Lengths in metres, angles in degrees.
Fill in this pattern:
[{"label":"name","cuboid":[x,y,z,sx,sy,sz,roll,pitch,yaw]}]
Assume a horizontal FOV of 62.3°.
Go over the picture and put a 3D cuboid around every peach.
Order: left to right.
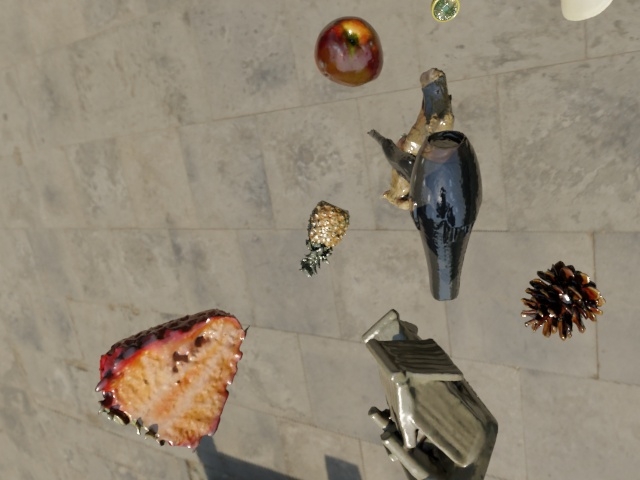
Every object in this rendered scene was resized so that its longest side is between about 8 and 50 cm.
[{"label":"peach","cuboid":[0.096,-0.600,1.705,0.243,0.243,0.200,26,82,27]}]

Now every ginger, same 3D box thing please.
[{"label":"ginger","cuboid":[0.206,-0.204,1.093,0.084,0.122,0.290,14,107,-15]}]

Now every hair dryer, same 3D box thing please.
[{"label":"hair dryer","cuboid":[0.165,-0.095,0.943,0.359,0.120,0.304,-119,13,-50]}]

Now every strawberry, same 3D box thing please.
[{"label":"strawberry","cuboid":[-0.308,0.248,1.057,0.150,0.253,0.280,13,83,64]}]

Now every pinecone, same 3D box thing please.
[{"label":"pinecone","cuboid":[0.802,0.218,1.781,0.264,0.264,0.264,14,115,32]}]

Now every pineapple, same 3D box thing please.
[{"label":"pineapple","cuboid":[0.000,0.000,1.349,0.108,0.108,0.198,26,94,27]}]

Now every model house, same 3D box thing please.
[{"label":"model house","cuboid":[0.114,0.184,0.629,0.122,0.229,0.188,-35,104,5]}]

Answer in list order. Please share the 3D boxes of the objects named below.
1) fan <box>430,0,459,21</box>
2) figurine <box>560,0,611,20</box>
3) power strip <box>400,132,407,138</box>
[{"label":"fan","cuboid":[0.384,-0.712,1.536,0.155,0.082,0.039,-50,32,43]},{"label":"figurine","cuboid":[0.524,-0.528,0.889,0.205,0.332,0.185,61,171,-1]},{"label":"power strip","cuboid":[0.285,-0.298,1.620,0.075,0.175,0.042,-4,118,-9]}]
